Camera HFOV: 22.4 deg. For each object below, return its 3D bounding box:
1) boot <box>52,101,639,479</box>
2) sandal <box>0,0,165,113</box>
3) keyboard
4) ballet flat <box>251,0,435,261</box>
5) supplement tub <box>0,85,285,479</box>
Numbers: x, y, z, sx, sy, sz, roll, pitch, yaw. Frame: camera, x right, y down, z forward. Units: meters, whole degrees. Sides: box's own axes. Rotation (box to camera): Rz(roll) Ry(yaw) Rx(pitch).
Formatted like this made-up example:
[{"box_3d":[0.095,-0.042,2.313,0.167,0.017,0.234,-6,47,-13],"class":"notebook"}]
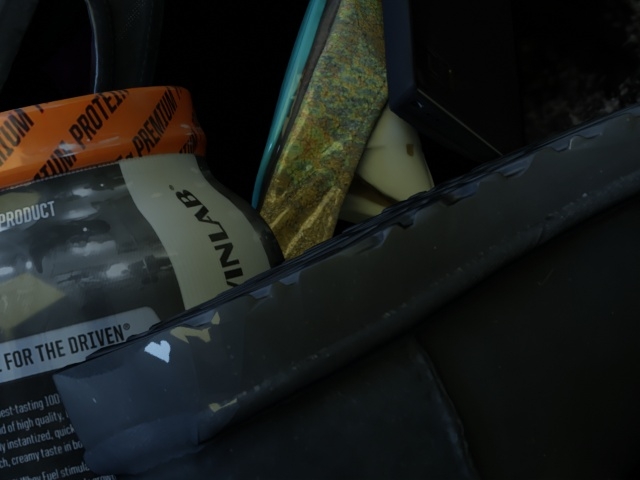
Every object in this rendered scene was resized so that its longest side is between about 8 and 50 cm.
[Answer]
[{"box_3d":[0.138,0.182,0.635,0.367,0.146,0.445,-25,92,-29],"class":"boot"},{"box_3d":[-0.133,-0.138,0.968,0.107,0.167,0.445,24,69,-4],"class":"sandal"},{"box_3d":[0.046,-0.202,0.923,0.033,0.201,0.317,-23,54,31],"class":"keyboard"},{"box_3d":[0.000,0.000,0.890,0.123,0.123,0.348,13,67,21],"class":"ballet flat"},{"box_3d":[-0.094,0.116,0.696,0.207,0.207,0.338,-14,91,9],"class":"supplement tub"}]
